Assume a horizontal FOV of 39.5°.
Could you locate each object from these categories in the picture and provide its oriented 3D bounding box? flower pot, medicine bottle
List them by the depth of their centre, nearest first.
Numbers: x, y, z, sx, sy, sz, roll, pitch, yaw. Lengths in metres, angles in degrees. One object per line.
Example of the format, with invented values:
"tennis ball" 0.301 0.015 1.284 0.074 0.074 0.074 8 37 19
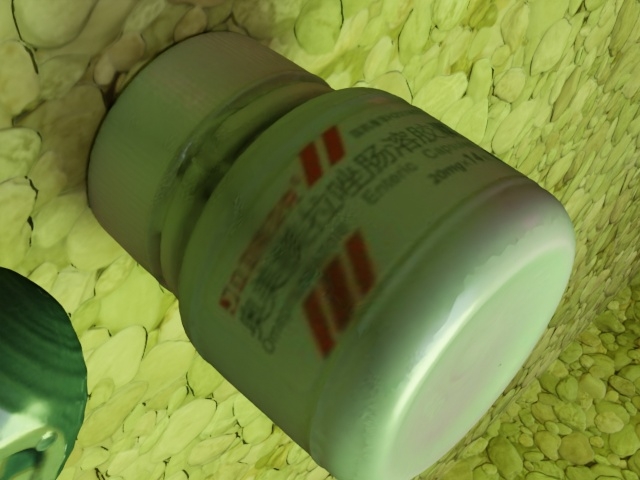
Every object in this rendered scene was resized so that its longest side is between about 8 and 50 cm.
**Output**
"flower pot" -0.268 0.131 0.611 0.243 0.157 0.189 -50 155 -1
"medicine bottle" 0.000 0.000 0.691 0.256 0.325 0.256 -37 150 -26
